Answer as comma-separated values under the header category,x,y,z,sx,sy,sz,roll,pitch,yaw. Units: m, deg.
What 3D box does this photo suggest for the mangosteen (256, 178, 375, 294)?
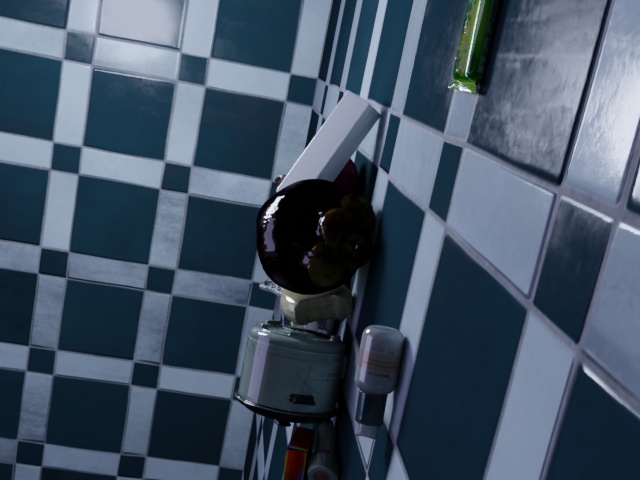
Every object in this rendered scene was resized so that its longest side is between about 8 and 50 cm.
category,x,y,z,sx,sy,sz,roll,pitch,yaw
mangosteen,-0.002,0.002,1.747,0.287,0.288,0.233,-90,2,-50

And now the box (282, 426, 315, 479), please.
category,x,y,z,sx,sy,sz,roll,pitch,yaw
box,-0.054,0.514,1.724,0.112,0.048,0.175,-49,-32,-77

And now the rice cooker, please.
category,x,y,z,sx,sy,sz,roll,pitch,yaw
rice cooker,-0.066,0.309,1.782,0.280,0.241,0.227,-173,93,-71

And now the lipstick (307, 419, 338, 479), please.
category,x,y,z,sx,sy,sz,roll,pitch,yaw
lipstick,0.012,0.453,1.735,0.057,0.063,0.186,-41,19,23

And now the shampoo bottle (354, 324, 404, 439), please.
category,x,y,z,sx,sy,sz,roll,pitch,yaw
shampoo bottle,0.092,0.242,1.329,0.074,0.074,0.192,-153,74,-82

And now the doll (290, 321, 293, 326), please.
category,x,y,z,sx,sy,sz,roll,pitch,yaw
doll,-0.039,0.250,2.375,0.113,0.071,0.135,-61,17,8

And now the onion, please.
category,x,y,z,sx,sy,sz,roll,pitch,yaw
onion,-0.006,-0.150,1.995,0.140,0.218,0.195,118,160,-62

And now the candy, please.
category,x,y,z,sx,sy,sz,roll,pitch,yaw
candy,0.230,-0.308,1.157,0.102,0.032,0.178,-112,32,-75

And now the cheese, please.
category,x,y,z,sx,sy,sz,roll,pitch,yaw
cheese,-0.033,0.127,1.886,0.249,0.163,0.071,38,140,57

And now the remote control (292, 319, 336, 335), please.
category,x,y,z,sx,sy,sz,roll,pitch,yaw
remote control,-0.006,0.156,2.044,0.221,0.103,0.332,-115,36,-61

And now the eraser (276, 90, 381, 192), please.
category,x,y,z,sx,sy,sz,roll,pitch,yaw
eraser,0.019,-0.210,1.886,0.298,0.078,0.076,-54,-28,6
